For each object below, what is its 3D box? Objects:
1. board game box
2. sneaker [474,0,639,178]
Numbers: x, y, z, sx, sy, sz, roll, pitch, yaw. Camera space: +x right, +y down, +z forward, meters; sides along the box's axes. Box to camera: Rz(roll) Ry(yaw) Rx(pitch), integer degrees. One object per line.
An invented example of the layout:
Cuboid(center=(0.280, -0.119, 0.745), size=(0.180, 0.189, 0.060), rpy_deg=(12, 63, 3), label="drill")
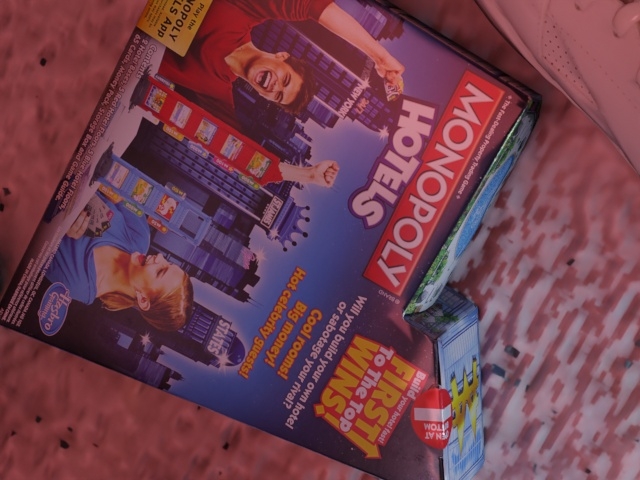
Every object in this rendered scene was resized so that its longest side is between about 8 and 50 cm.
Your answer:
Cuboid(center=(0.000, 0.000, 0.681), size=(0.194, 0.060, 0.194), rpy_deg=(34, 110, 11), label="board game box")
Cuboid(center=(0.130, -0.061, 0.546), size=(0.108, 0.169, 0.292), rpy_deg=(-35, 89, 1), label="sneaker")
